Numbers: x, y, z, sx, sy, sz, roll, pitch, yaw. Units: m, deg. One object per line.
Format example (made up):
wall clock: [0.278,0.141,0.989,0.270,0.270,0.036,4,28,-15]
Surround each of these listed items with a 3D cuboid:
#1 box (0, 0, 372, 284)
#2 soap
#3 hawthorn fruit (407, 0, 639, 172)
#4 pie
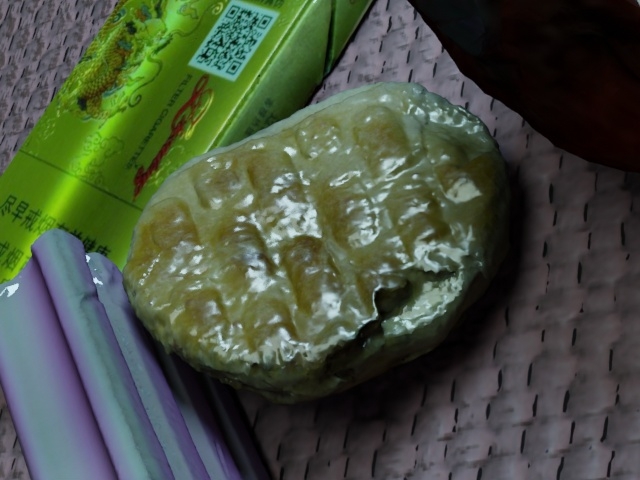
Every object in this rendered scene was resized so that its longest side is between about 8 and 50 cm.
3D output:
box: [-0.101,-0.060,0.980,0.173,0.043,0.311,23,78,48]
soap: [-0.087,0.093,0.794,0.065,0.122,0.203,-43,40,10]
hawthorn fruit: [0.162,-0.175,0.672,0.311,0.295,0.295,-25,41,-7]
pie: [0.000,0.000,0.804,0.195,0.046,0.195,-12,44,12]
